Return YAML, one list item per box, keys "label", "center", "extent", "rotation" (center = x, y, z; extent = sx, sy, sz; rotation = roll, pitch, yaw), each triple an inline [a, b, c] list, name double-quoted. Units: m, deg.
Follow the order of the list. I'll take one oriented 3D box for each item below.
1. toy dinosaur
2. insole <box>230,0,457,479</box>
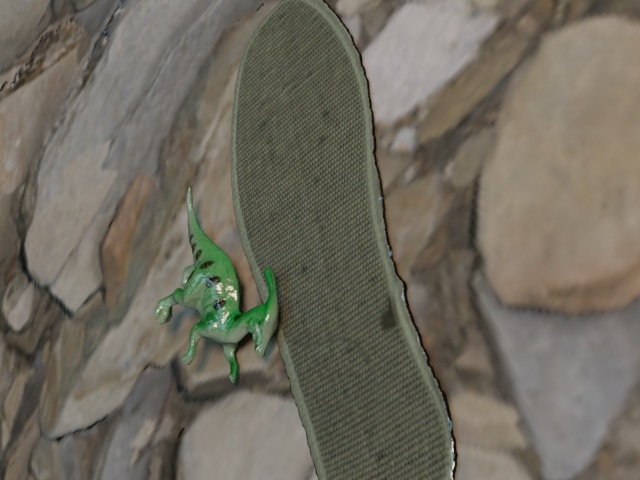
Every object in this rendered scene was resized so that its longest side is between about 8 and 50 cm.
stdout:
- label: "toy dinosaur"
  center: [-0.038, 0.013, 0.406]
  extent: [0.062, 0.021, 0.083]
  rotation: [-17, 70, 46]
- label: "insole"
  center: [0.000, 0.000, 0.385]
  extent: [0.080, 0.003, 0.232]
  rotation: [-38, 50, 32]
